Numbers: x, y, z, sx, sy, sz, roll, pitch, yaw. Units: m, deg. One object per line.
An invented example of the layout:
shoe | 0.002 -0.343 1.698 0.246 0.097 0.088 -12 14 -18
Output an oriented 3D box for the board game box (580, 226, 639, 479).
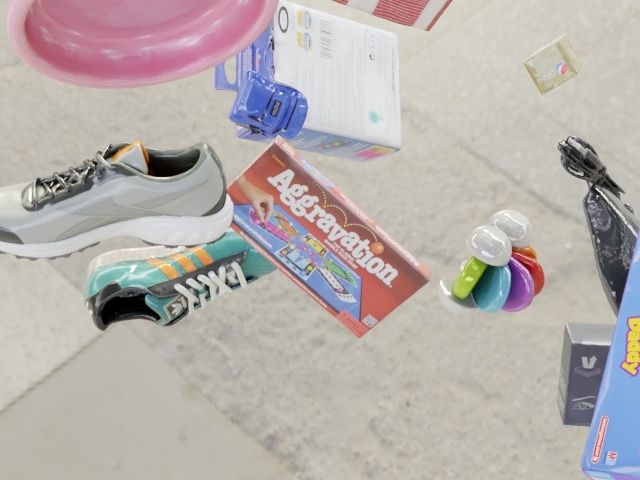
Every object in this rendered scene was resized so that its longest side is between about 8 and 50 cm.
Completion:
board game box | 0.413 0.092 1.088 0.233 0.078 0.347 4 63 36

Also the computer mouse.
computer mouse | 0.409 -0.009 1.510 0.072 0.188 0.272 -24 57 25

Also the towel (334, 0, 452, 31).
towel | 0.080 -0.468 1.946 0.328 0.237 0.037 16 69 -12

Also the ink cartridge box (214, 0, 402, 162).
ink cartridge box | -0.028 -0.332 2.317 0.395 0.151 0.270 9 74 -36

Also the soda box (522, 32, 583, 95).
soda box | 0.351 -0.266 1.676 0.058 0.061 0.181 59 20 -3

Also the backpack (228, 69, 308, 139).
backpack | -0.081 -0.213 1.827 0.120 0.098 0.101 23 8 -9

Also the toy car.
toy car | 0.283 0.053 1.766 0.136 0.159 0.182 39 36 16

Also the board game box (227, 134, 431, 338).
board game box | 0.000 0.000 1.506 0.281 0.145 0.027 41 28 -12

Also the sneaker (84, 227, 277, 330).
sneaker | -0.194 0.065 1.625 0.302 0.108 0.121 -13 46 5

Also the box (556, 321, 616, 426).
box | 0.489 0.229 1.888 0.155 0.158 0.093 3 19 4

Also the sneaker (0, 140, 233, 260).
sneaker | -0.226 -0.051 1.126 0.271 0.108 0.100 -7 37 -7

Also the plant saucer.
plant saucer | -0.217 -0.300 1.363 0.332 0.332 0.084 -10 71 -10
